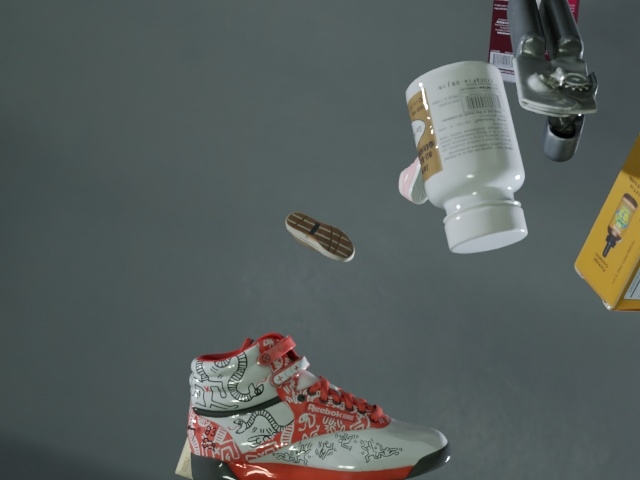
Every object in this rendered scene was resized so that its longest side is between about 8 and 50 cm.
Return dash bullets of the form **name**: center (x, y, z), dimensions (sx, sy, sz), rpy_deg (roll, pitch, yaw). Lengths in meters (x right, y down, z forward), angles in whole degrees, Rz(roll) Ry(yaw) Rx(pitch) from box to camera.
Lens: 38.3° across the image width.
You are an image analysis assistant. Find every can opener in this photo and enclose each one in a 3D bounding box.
- **can opener**: center (0.238, -0.182, 0.988), dimensions (0.076, 0.095, 0.283), rpy_deg (6, -146, 3)

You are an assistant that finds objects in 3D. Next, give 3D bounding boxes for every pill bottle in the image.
- **pill bottle**: center (0.196, -0.106, 1.211), dimensions (0.131, 0.229, 0.131), rpy_deg (-10, 166, -2)

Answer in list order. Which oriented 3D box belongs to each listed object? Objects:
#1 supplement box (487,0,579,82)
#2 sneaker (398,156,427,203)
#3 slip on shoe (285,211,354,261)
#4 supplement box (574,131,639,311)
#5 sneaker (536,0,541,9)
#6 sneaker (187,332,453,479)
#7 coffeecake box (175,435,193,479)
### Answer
- **supplement box**: center (0.341, -0.375, 1.458), dimensions (0.130, 0.239, 0.073), rpy_deg (-9, -159, -33)
- **sneaker**: center (0.175, -0.129, 1.572), dimensions (0.051, 0.134, 0.070), rpy_deg (25, -179, -22)
- **slip on shoe**: center (0.000, 0.000, 1.528), dimensions (0.135, 0.051, 0.041), rpy_deg (27, 151, 23)
- **supplement box**: center (0.342, -0.042, 0.912), dimensions (0.080, 0.233, 0.078), rpy_deg (5, -146, -24)
- **sneaker**: center (0.287, -0.405, 1.188), dimensions (0.106, 0.123, 0.290), rpy_deg (52, 158, 24)
- **sneaker**: center (-0.004, 0.167, 0.938), dimensions (0.270, 0.145, 0.090), rpy_deg (-4, 180, 5)
- **coffeecake box**: center (-0.073, 0.253, 1.185), dimensions (0.185, 0.142, 0.068), rpy_deg (19, -177, -4)
